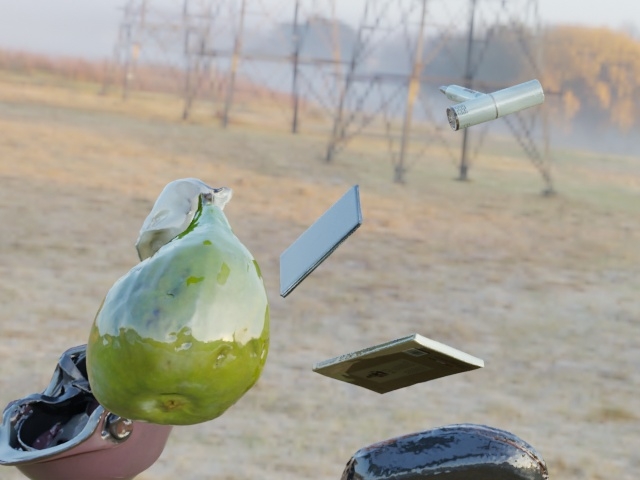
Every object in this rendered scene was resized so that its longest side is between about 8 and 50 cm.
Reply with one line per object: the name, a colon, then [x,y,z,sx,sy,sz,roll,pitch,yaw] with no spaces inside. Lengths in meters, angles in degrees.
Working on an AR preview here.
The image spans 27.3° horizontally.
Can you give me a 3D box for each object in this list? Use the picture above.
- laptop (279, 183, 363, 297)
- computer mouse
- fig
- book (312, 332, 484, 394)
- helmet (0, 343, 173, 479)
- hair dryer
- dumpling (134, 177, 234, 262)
laptop: [0.000,0.000,2.030,0.016,0.180,0.129,37,23,-21]
computer mouse: [0.185,0.366,2.006,0.323,0.183,0.116,-11,29,14]
fig: [-0.170,0.072,1.636,0.233,0.314,0.233,4,-10,1]
book: [0.104,0.169,1.786,0.138,0.016,0.199,23,-30,-37]
helmet: [-0.377,0.319,2.202,0.271,0.197,0.338,-7,34,36]
hair dryer: [0.257,-0.239,2.143,0.155,0.044,0.183,-16,25,-10]
dumpling: [-0.192,-0.014,1.849,0.092,0.150,0.176,22,42,1]
